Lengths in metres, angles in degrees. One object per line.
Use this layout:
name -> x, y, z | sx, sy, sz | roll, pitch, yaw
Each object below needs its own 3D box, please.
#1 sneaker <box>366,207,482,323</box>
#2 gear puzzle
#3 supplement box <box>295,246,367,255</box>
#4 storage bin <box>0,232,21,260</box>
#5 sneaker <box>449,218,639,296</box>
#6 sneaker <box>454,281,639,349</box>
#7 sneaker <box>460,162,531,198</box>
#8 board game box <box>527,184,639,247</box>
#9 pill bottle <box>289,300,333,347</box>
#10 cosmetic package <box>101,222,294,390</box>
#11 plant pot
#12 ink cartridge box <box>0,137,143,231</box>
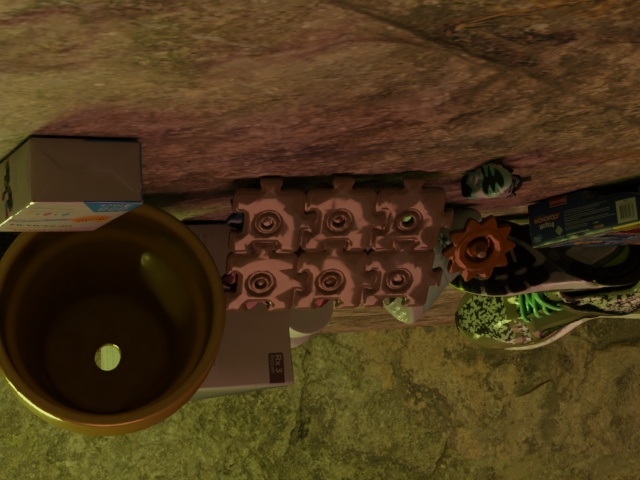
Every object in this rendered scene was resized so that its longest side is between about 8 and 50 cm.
sneaker -> 0.133, -0.017, 1.677 | 0.151, 0.094, 0.256 | -45, 156, -21
gear puzzle -> 0.058, -0.003, 1.527 | 0.339, 0.175, 0.044 | -1, -147, -13
supplement box -> 0.000, 0.000, 1.666 | 0.078, 0.080, 0.233 | -11, 168, 22
storage bin -> -0.399, 0.042, 1.708 | 0.122, 0.084, 0.180 | 3, 170, -41
sneaker -> 0.300, 0.033, 1.876 | 0.300, 0.111, 0.121 | 2, 169, 5
sneaker -> 0.378, 0.070, 2.138 | 0.410, 0.158, 0.182 | -19, 164, 29
sneaker -> 0.203, -0.066, 1.484 | 0.069, 0.038, 0.098 | -3, -179, -20
board game box -> 0.401, -0.032, 1.723 | 0.194, 0.060, 0.194 | 0, 170, -37
pill bottle -> -0.077, 0.115, 2.212 | 0.131, 0.131, 0.229 | 0, 170, -29
cosmetic package -> -0.180, 0.109, 1.847 | 0.156, 0.217, 0.385 | -1, 169, -24
plant pot -> -0.242, 0.107, 1.547 | 0.254, 0.254, 0.239 | -3, 162, -10
ink cartridge box -> -0.245, -0.046, 1.273 | 0.104, 0.061, 0.181 | 0, 171, -27
